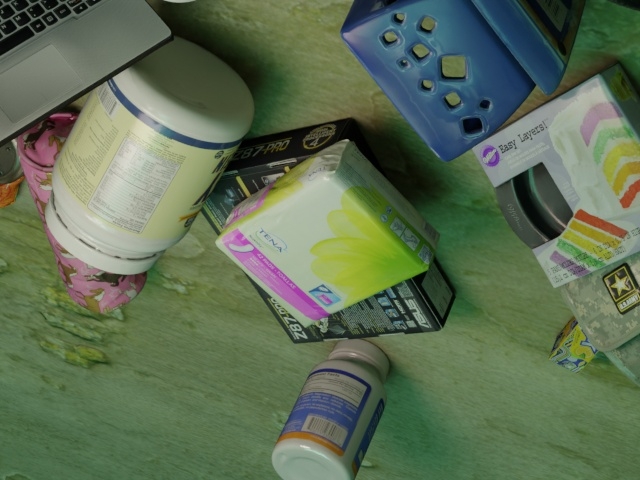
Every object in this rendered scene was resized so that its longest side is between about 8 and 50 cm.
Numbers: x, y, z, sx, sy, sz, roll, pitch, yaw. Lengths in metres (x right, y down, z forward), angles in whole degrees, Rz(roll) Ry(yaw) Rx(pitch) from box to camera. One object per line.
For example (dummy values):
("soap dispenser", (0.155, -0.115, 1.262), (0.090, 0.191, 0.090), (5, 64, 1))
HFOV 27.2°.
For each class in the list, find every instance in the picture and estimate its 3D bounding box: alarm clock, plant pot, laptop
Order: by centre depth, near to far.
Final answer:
("plant pot", (0.197, -0.282, 1.685), (0.212, 0.236, 0.236), (-25, 117, 37))
("laptop", (-0.471, -0.377, 1.790), (0.408, 0.382, 0.236), (49, 161, 15))
("alarm clock", (-0.548, -0.167, 2.325), (0.192, 0.064, 0.129), (-11, 109, 22))

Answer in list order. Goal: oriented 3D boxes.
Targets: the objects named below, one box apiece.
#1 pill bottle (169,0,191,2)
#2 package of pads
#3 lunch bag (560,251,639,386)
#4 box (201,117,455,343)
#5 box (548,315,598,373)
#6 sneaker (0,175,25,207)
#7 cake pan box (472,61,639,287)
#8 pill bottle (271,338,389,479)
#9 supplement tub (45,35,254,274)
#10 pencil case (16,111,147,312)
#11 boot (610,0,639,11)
("pill bottle", (-0.195, -0.439, 1.816), (0.119, 0.119, 0.208), (18, 139, 12))
("package of pads", (0.005, -0.009, 2.035), (0.229, 0.101, 0.296), (45, 134, -19))
("lunch bag", (0.517, 0.090, 1.945), (0.287, 0.169, 0.235), (40, 135, -6))
("box", (0.000, 0.000, 2.192), (0.318, 0.097, 0.395), (-11, 126, 35))
("box", (0.434, 0.144, 2.133), (0.059, 0.054, 0.169), (27, 139, 1))
("sneaker", (-0.584, -0.101, 2.452), (0.067, 0.064, 0.175), (19, 147, -35))
("cake pan box", (0.368, -0.085, 1.854), (0.267, 0.070, 0.245), (-28, 90, 46))
("pill bottle", (0.029, 0.310, 2.365), (0.152, 0.272, 0.152), (15, 138, 14))
("supplement tub", (-0.270, -0.130, 2.033), (0.235, 0.235, 0.325), (31, 120, -4))
("pencil case", (-0.412, -0.046, 2.317), (0.160, 0.167, 0.386), (30, 146, 32))
("boot", (0.331, -0.407, 1.537), (0.118, 0.338, 0.222), (38, 108, 43))
